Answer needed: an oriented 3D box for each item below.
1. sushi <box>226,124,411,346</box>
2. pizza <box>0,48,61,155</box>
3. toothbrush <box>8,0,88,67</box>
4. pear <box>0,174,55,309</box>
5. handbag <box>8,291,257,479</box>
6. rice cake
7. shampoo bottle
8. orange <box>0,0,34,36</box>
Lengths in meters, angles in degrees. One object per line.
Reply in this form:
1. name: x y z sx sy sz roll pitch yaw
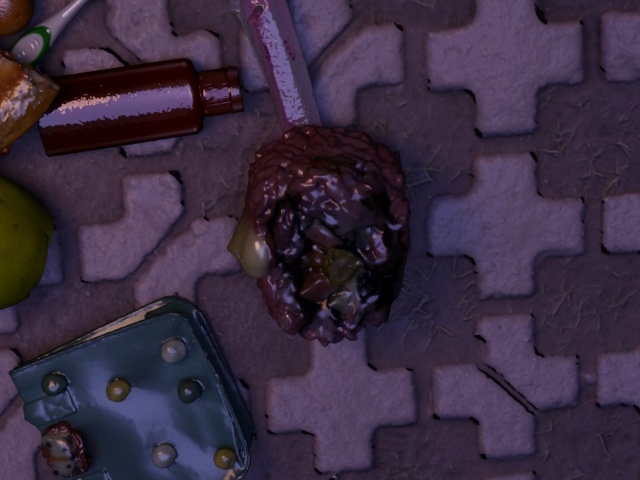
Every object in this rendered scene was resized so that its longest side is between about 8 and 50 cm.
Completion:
1. sushi: 0.000 0.000 1.750 0.236 0.171 0.270 0 121 -10
2. pizza: -0.485 -0.192 1.722 0.335 0.086 0.226 -12 79 13
3. toothbrush: -0.379 -0.234 1.751 0.418 0.040 0.042 -41 94 7
4. pear: -0.452 -0.001 1.731 0.220 0.187 0.187 16 104 -26
5. handbag: -0.246 0.241 1.856 0.274 0.100 0.268 -21 106 2
6. rice cake: -0.067 -0.248 1.761 0.081 0.051 0.290 -17 105 0
7. shampoo bottle: -0.230 -0.175 1.764 0.260 0.064 0.102 -8 104 -2
8. orange: -0.398 -0.294 1.718 0.085 0.085 0.085 -1 105 -3
